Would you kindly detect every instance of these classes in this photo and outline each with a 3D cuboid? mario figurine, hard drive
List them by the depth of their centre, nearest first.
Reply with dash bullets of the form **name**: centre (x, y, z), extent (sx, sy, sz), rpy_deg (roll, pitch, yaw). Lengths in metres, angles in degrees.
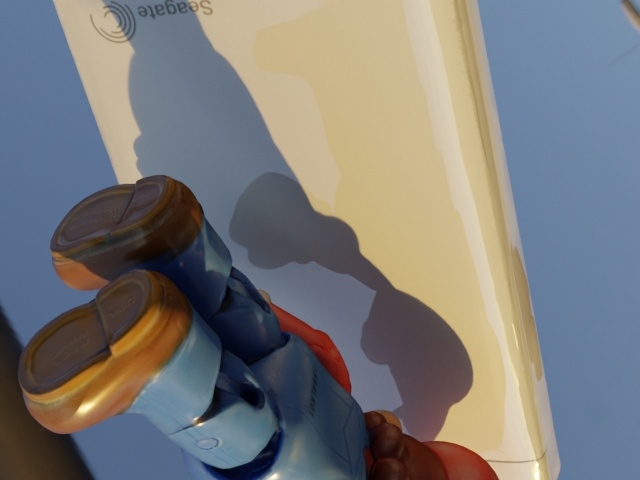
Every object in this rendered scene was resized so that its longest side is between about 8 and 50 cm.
- **mario figurine**: centre (-0.038, 0.126, 0.612), extent (0.320, 0.170, 0.198), rpy_deg (50, -119, -33)
- **hard drive**: centre (0.000, 0.000, 0.690), extent (0.047, 0.233, 0.353), rpy_deg (-54, -43, -50)
